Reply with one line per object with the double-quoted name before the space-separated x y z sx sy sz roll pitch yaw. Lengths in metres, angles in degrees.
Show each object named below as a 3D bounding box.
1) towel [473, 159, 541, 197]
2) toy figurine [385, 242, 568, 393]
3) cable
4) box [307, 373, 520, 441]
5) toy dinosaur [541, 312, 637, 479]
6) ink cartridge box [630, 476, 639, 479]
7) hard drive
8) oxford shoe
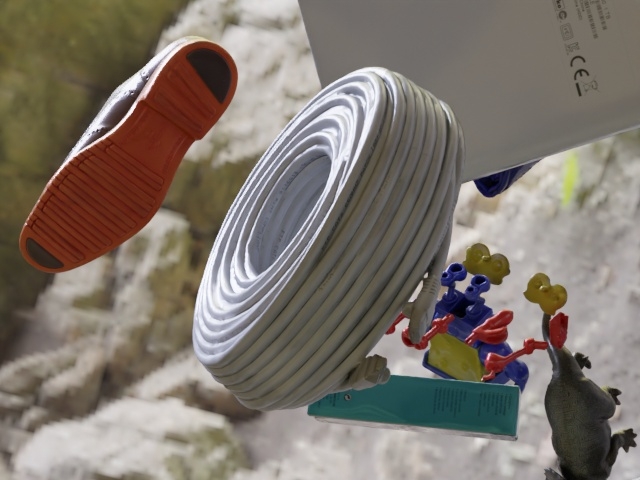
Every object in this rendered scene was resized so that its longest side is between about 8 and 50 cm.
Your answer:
"towel" 0.275 -0.199 1.826 0.308 0.076 0.228 -36 -21 -37
"toy figurine" 0.150 0.130 2.252 0.362 0.191 0.217 27 142 33
"cable" 0.000 0.000 1.214 0.257 0.089 0.257 -33 31 51
"box" 0.113 0.193 2.032 0.100 0.244 0.060 54 -138 -77
"toy dinosaur" 0.328 0.228 2.171 0.160 0.121 0.313 -30 -58 -68
"ink cartridge box" 0.420 0.382 2.101 0.082 0.139 0.190 -22 9 25
"hard drive" 0.161 -0.184 1.549 0.353 0.047 0.233 -17 85 27
"oxford shoe" -0.250 -0.110 2.201 0.364 0.130 0.133 -47 25 -2
